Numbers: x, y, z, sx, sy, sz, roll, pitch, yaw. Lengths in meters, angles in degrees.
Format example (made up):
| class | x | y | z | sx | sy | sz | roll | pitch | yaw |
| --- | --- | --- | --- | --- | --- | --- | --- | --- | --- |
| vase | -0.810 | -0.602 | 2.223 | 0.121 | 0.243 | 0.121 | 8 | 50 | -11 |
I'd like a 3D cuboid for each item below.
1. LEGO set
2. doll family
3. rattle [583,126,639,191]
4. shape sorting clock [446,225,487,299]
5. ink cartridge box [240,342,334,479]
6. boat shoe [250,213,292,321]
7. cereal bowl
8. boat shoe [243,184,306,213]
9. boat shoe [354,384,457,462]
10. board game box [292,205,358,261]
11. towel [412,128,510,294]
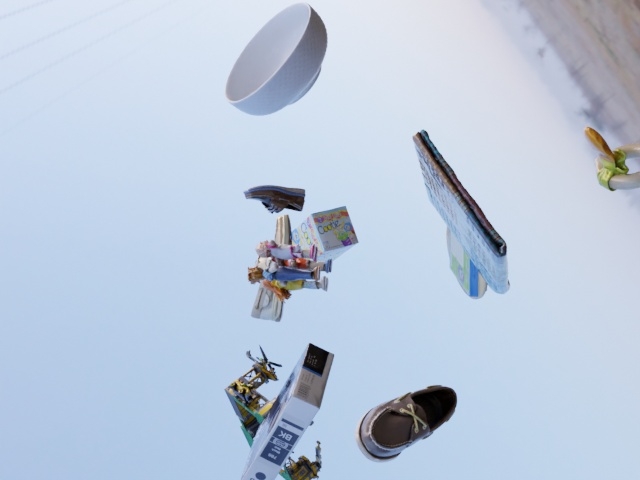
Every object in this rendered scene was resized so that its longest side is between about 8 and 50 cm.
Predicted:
| class | x | y | z | sx | sy | sz | roll | pitch | yaw |
| --- | --- | --- | --- | --- | --- | --- | --- | --- | --- |
| LEGO set | -0.078 | 0.426 | 1.914 | 0.255 | 0.192 | 0.331 | 18 | 138 | 52 |
| doll family | -0.076 | 0.078 | 1.767 | 0.263 | 0.163 | 0.118 | 47 | -134 | -72 |
| rattle | 0.607 | -0.183 | 1.448 | 0.143 | 0.199 | 0.130 | 68 | -156 | -16 |
| shape sorting clock | 0.338 | 0.035 | 1.792 | 0.206 | 0.040 | 0.206 | 169 | 90 | -82 |
| ink cartridge box | -0.078 | 0.371 | 1.527 | 0.065 | 0.333 | 0.165 | 25 | -150 | -3 |
| boat shoe | -0.137 | 0.073 | 2.163 | 0.098 | 0.302 | 0.109 | 7 | -177 | 2 |
| cereal bowl | -0.102 | -0.474 | 2.128 | 0.141 | 0.339 | 0.339 | 37 | -154 | -32 |
| boat shoe | -0.113 | -0.103 | 1.986 | 0.183 | 0.066 | 0.066 | 1 | -97 | -34 |
| boat shoe | 0.194 | 0.389 | 1.697 | 0.324 | 0.096 | 0.117 | -7 | -118 | -54 |
| board game box | 0.000 | 0.000 | 2.764 | 0.144 | 0.275 | 0.142 | -14 | -102 | -26 |
| towel | 0.271 | -0.040 | 1.453 | 0.271 | 0.040 | 0.370 | 57 | -177 | 19 |
